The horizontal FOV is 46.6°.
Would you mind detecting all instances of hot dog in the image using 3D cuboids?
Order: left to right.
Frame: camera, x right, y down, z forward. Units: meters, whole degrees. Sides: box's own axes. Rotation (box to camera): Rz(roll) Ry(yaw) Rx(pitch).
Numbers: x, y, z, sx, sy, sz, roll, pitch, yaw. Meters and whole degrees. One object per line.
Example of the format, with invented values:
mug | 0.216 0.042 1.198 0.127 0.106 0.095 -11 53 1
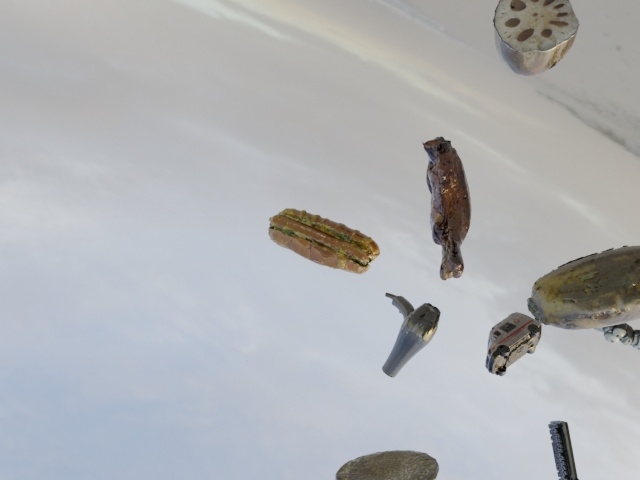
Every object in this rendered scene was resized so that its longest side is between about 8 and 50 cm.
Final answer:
hot dog | 0.000 0.000 1.652 0.269 0.115 0.072 19 156 20

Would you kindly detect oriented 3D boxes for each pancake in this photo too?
pancake | 0.184 0.645 2.050 0.288 0.033 0.286 -13 -171 -7

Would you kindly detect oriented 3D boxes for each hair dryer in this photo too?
hair dryer | 0.227 0.232 2.085 0.091 0.235 0.272 25 -161 -20

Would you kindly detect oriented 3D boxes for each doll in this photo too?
doll | 0.929 0.286 2.233 0.219 0.091 0.067 23 -122 4

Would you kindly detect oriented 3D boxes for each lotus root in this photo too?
lotus root | 0.659 -0.632 2.292 0.272 0.272 0.192 36 164 29
lotus root | 0.695 0.116 1.771 0.397 0.179 0.196 -18 -167 4

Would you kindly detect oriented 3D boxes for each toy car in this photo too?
toy car | 0.500 0.275 1.999 0.209 0.089 0.108 -27 -136 -31

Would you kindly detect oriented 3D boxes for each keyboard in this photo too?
keyboard | 0.502 0.483 1.509 0.025 0.230 0.094 -6 165 -2

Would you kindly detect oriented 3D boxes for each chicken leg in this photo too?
chicken leg | 0.280 -0.062 1.608 0.096 0.158 0.407 -7 -131 12
